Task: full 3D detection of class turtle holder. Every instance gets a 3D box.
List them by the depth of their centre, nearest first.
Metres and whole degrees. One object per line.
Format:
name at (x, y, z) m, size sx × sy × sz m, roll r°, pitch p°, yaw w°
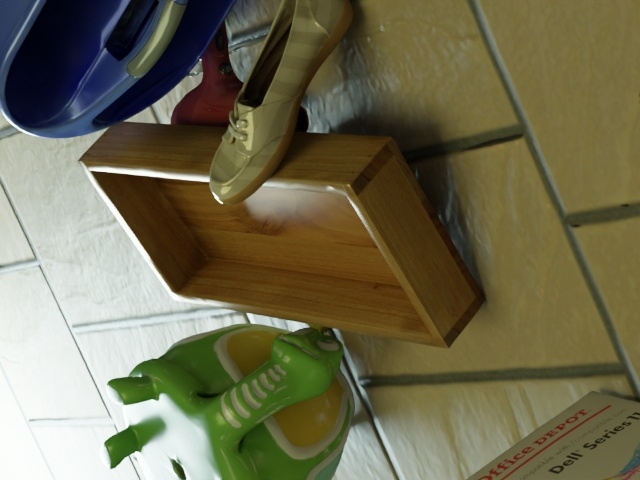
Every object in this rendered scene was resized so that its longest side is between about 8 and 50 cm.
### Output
turtle holder at (-0.087, 0.184, 1.981) m, size 0.243 × 0.227 × 0.320 m, roll 39°, pitch 146°, yaw 36°

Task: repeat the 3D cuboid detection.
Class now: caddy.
caddy at (-0.189, -0.242, 1.740) m, size 0.179 × 0.241 × 0.341 m, roll 55°, pitch 128°, yaw 26°

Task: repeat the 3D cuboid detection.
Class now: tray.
tray at (-0.046, -0.015, 1.822) m, size 0.411 × 0.076 × 0.203 m, roll 8°, pitch 139°, yaw 48°

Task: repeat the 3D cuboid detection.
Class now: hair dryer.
hair dryer at (-0.118, -0.181, 1.878) m, size 0.293 × 0.080 × 0.223 m, roll 44°, pitch 146°, yaw 27°

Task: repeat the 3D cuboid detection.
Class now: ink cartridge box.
ink cartridge box at (0.243, 0.235, 1.541) m, size 0.353 × 0.207 × 0.119 m, roll 8°, pitch 123°, yaw 54°

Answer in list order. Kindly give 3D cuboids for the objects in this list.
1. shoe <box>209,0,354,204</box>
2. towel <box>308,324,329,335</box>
shoe at (-0.049, -0.136, 1.690) m, size 0.058 × 0.219 × 0.076 m, roll 30°, pitch 178°, yaw -36°
towel at (0.000, 0.000, 1.912) m, size 0.102 × 0.021 × 0.237 m, roll 53°, pitch 150°, yaw 22°
